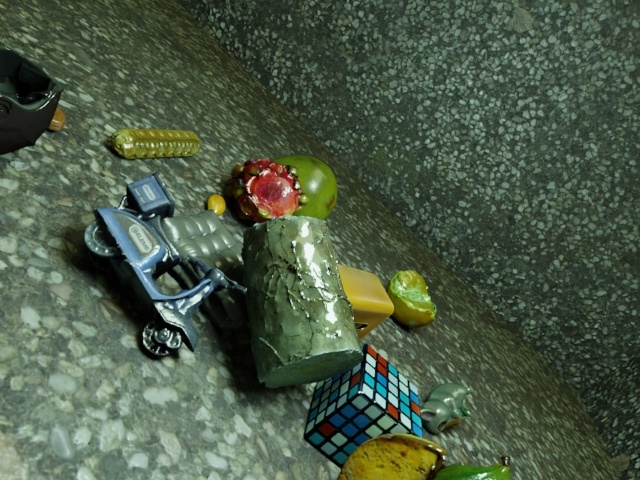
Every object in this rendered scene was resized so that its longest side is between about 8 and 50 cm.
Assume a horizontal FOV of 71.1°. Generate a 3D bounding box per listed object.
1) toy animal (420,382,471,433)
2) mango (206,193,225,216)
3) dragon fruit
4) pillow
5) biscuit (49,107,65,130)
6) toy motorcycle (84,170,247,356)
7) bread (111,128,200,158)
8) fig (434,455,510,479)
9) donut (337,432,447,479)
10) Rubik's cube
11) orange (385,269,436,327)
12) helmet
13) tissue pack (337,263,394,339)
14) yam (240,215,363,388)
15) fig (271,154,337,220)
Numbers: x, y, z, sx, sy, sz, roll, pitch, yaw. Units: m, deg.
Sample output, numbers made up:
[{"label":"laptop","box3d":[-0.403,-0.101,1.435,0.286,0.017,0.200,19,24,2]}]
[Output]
[{"label":"toy animal","box3d":[0.349,0.510,1.342,0.251,0.127,0.126,-2,60,-43]},{"label":"mango","box3d":[-0.318,-0.103,1.353,0.060,0.046,0.089,32,37,-23]},{"label":"dragon fruit","box3d":[-0.185,-0.169,1.453,0.227,0.243,0.307,-26,71,-27]},{"label":"pillow","box3d":[-0.254,0.061,1.086,0.326,0.101,0.228,49,23,8]},{"label":"biscuit","box3d":[-0.762,-0.361,1.037,0.284,0.043,0.306,49,24,10]},{"label":"toy motorcycle","box3d":[-0.313,0.049,0.891,0.212,0.125,0.359,-30,81,-30]},{"label":"bread","box3d":[-0.485,-0.294,1.359,0.077,0.084,0.367,7,14,19]},{"label":"fig","box3d":[0.349,0.587,0.999,0.203,0.235,0.203,41,18,-16]},{"label":"donut","box3d":[0.116,0.461,0.855,0.152,0.259,0.101,31,4,18]},{"label":"Rubik's cube","box3d":[0.100,0.381,1.003,0.182,0.184,0.187,41,22,-7]},{"label":"orange","box3d":[0.340,0.236,1.734,0.179,0.158,0.237,22,33,-32]},{"label":"helmet","box3d":[-0.663,-0.260,0.848,0.225,0.177,0.305,42,30,12]},{"label":"tissue pack","box3d":[0.053,0.184,1.272,0.274,0.194,0.145,16,34,-49]},{"label":"yam","box3d":[-0.049,0.130,0.961,0.240,0.240,0.349,11,62,-54]},{"label":"fig","box3d":[-0.088,-0.202,1.672,0.326,0.258,0.258,36,16,27]}]
